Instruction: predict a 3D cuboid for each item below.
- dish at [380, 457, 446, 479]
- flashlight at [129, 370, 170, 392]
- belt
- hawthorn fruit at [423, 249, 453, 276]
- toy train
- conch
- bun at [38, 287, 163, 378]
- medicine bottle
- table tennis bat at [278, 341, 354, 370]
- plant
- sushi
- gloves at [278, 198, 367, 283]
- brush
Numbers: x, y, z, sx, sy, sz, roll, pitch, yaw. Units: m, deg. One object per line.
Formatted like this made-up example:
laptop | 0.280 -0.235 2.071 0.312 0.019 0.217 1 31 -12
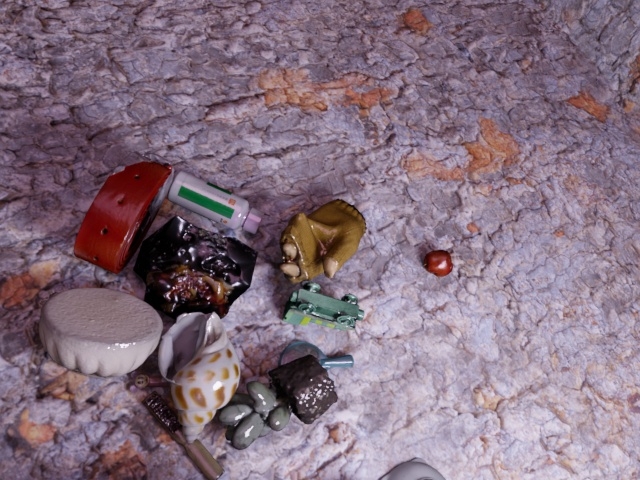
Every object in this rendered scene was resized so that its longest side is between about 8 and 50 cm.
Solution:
dish | 0.245 0.639 1.369 0.224 0.078 0.246 17 58 -11
flashlight | -0.386 0.329 1.347 0.110 0.031 0.052 4 60 -17
belt | -0.478 -0.077 1.428 0.115 0.227 0.324 26 59 -7
hawthorn fruit | 0.351 0.069 1.728 0.093 0.093 0.093 9 60 -15
toy train | 0.009 0.183 1.513 0.200 0.132 0.083 20 52 -10
conch | -0.273 0.308 1.310 0.182 0.149 0.275 4 56 11
bun | -0.498 0.232 1.292 0.263 0.175 0.263 15 18 -5
medicine bottle | -0.285 -0.099 1.587 0.260 0.095 0.095 25 57 -4
table tennis bat | -0.010 0.319 1.489 0.201 0.033 0.124 -2 65 -15
plant | -0.102 0.378 1.346 0.274 0.149 0.146 -22 27 -14
sushi | -0.321 0.095 1.419 0.227 0.215 0.212 27 59 -28
gloves | -0.001 0.008 1.584 0.203 0.155 0.356 38 36 14
brush | -0.311 0.443 1.308 0.043 0.036 0.248 -39 80 -25
